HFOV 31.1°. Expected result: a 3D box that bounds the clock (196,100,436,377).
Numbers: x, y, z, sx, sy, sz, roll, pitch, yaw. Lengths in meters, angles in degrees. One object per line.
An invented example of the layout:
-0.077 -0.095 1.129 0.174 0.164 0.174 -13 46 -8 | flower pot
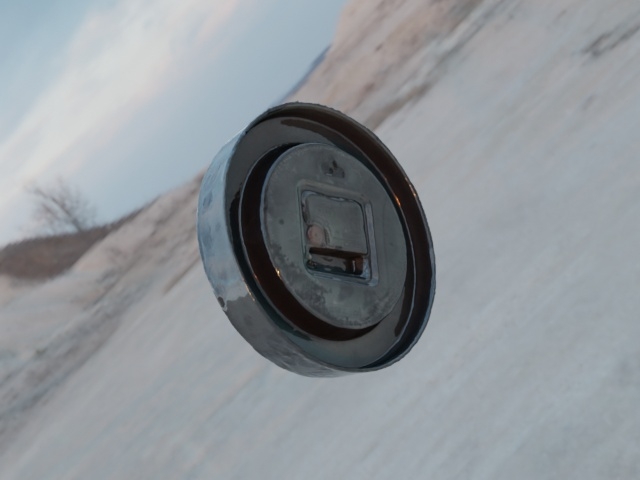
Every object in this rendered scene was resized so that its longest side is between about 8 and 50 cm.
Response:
0.001 0.000 1.306 0.066 0.319 0.319 -23 21 45 | clock
